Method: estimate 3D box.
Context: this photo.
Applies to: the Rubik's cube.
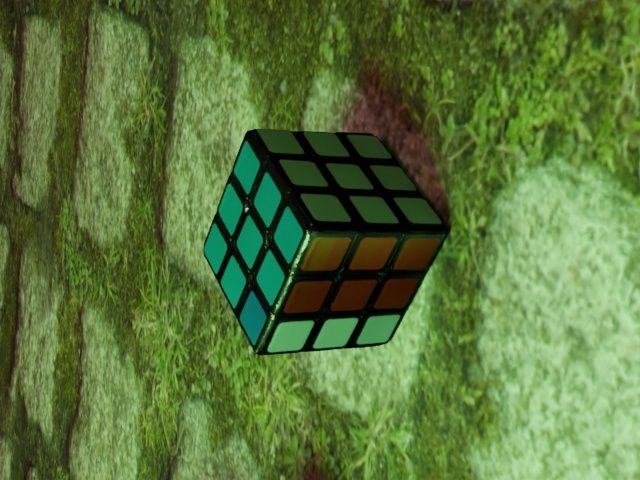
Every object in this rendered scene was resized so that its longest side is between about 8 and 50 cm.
[{"bbox_3d":[0.000,0.000,1.078,0.162,0.163,0.160,55,134,39],"label":"Rubik's cube"}]
